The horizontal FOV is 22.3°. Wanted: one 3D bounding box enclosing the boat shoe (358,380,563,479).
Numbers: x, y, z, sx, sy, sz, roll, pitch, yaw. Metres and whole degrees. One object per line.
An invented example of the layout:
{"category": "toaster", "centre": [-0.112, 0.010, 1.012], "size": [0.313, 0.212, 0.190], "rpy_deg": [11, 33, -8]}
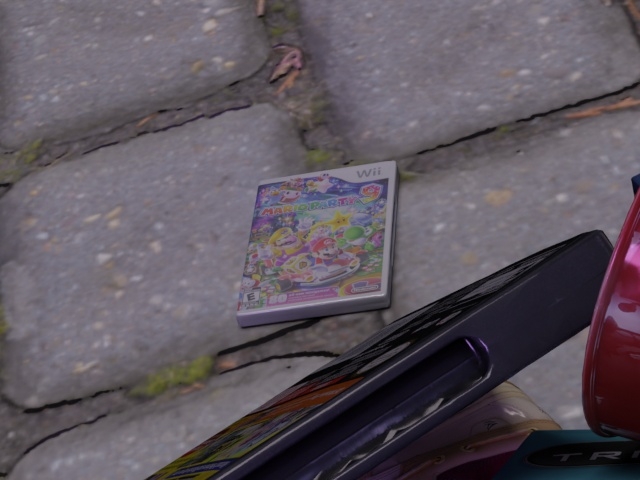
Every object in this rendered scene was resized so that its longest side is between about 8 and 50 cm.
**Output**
{"category": "boat shoe", "centre": [0.042, 0.123, 0.730], "size": [0.170, 0.063, 0.059], "rpy_deg": [-34, 34, -20]}

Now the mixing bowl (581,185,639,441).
{"category": "mixing bowl", "centre": [0.183, 0.011, 0.590], "size": [0.098, 0.181, 0.181], "rpy_deg": [26, 55, 26]}

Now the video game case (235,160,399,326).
{"category": "video game case", "centre": [0.000, 0.000, 0.941], "size": [0.087, 0.011, 0.122], "rpy_deg": [-9, 39, 13]}

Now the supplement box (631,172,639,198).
{"category": "supplement box", "centre": [0.208, -0.004, 0.802], "size": [0.083, 0.083, 0.056], "rpy_deg": [-26, 38, -10]}

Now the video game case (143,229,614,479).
{"category": "video game case", "centre": [-0.022, 0.092, 0.682], "size": [0.248, 0.035, 0.275], "rpy_deg": [-31, -2, -16]}

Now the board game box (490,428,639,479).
{"category": "board game box", "centre": [0.161, 0.131, 0.519], "size": [0.254, 0.079, 0.336], "rpy_deg": [-3, 6, 18]}
